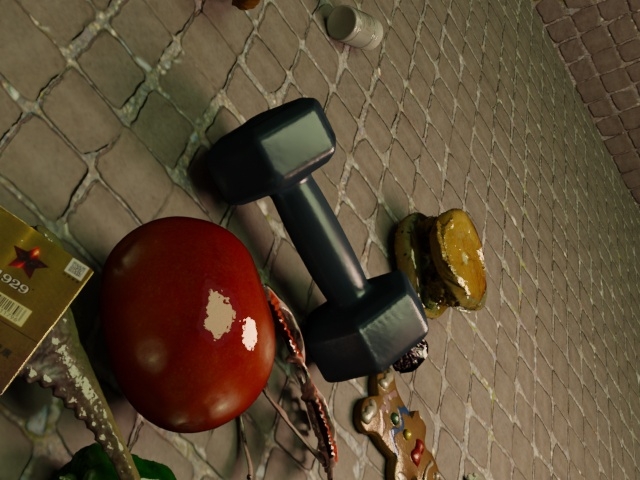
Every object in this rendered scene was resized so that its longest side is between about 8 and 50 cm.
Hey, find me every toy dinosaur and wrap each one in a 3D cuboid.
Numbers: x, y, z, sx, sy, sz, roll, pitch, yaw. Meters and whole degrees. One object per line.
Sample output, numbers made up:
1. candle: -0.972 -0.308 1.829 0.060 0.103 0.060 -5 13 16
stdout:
1. toy dinosaur: -0.208 0.100 0.619 0.251 0.072 0.200 42 30 -28

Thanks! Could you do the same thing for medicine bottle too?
1. medicine bottle: 0.057 -0.345 1.336 0.091 0.058 0.058 0 74 -58

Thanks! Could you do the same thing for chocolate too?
1. chocolate: 0.076 0.118 1.112 0.147 0.070 0.072 38 12 -11

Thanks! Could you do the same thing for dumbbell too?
1. dumbbell: 0.000 0.000 0.957 0.160 0.144 0.325 -34 106 -22

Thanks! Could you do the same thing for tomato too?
1. tomato: -0.112 0.070 0.718 0.195 0.136 0.195 160 -90 -86

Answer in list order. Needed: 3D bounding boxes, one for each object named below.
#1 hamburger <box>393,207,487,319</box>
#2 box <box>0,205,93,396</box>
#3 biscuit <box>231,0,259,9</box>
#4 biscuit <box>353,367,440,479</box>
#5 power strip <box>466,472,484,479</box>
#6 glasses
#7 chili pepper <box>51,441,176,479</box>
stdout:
1. hamburger: 0.190 0.044 1.292 0.185 0.113 0.177 65 24 -24
2. box: -0.229 0.043 0.572 0.090 0.023 0.133 37 43 -13
3. biscuit: -0.080 -0.412 1.013 0.035 0.254 0.254 5 64 -18
4. biscuit: 0.116 0.274 1.113 0.205 0.031 0.138 62 31 -17
5. power strip: 0.241 0.397 1.248 0.055 0.035 0.083 12 50 -55
6. glasses: -0.045 0.162 0.894 0.162 0.095 0.255 39 33 -84
7. chili pepper: -0.122 0.250 0.699 0.253 0.083 0.099 41 29 -43
